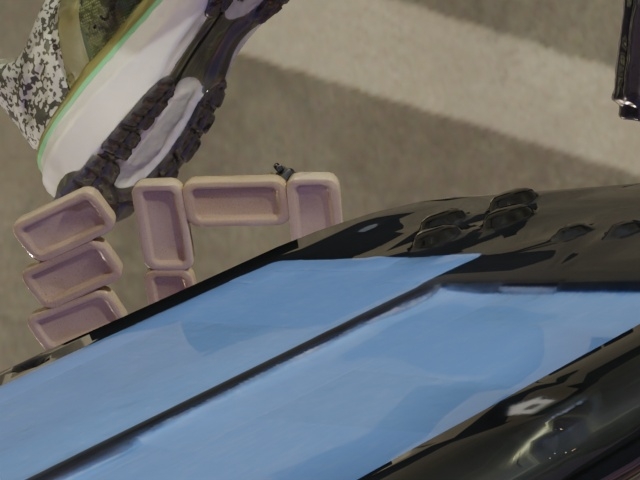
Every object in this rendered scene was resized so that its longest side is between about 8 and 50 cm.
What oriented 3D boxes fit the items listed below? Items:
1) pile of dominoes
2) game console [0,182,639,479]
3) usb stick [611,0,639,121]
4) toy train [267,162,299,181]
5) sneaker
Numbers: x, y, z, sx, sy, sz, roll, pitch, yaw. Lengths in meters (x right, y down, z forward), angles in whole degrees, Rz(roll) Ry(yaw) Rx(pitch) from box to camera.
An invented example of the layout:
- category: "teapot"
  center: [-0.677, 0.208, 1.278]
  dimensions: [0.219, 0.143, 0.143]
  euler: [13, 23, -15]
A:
- category: "pile of dominoes"
  center: [-0.073, 0.061, 1.057]
  dimensions: [0.196, 0.040, 0.251]
  euler: [0, 123, 9]
- category: "game console"
  center: [-0.026, 0.059, 0.574]
  dimensions: [0.386, 0.342, 0.060]
  euler: [-25, 97, -31]
- category: "usb stick"
  center: [0.226, -0.213, 1.114]
  dimensions: [0.077, 0.045, 0.278]
  euler: [-4, 102, -53]
- category: "toy train"
  center: [0.000, 0.000, 1.476]
  dimensions: [0.036, 0.027, 0.158]
  euler: [-40, 117, -10]
- category: "sneaker"
  center: [-0.118, -0.217, 1.279]
  dimensions: [0.410, 0.182, 0.158]
  euler: [-54, 161, 10]
